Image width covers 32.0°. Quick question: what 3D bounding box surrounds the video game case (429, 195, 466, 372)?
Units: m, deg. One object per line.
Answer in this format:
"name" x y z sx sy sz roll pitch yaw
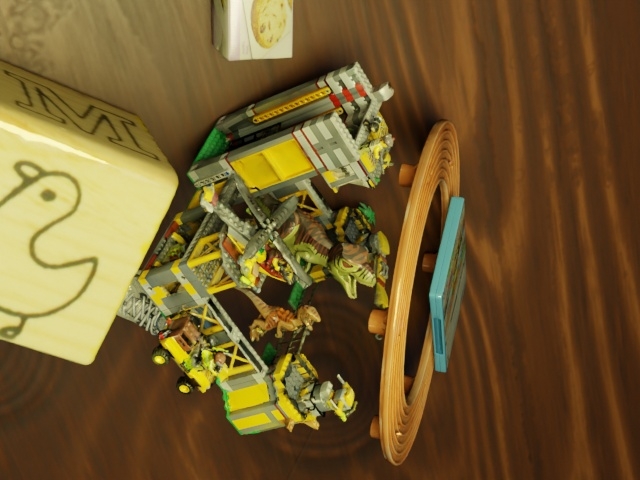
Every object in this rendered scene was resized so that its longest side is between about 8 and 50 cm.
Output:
"video game case" 0.134 0.049 1.160 0.015 0.119 0.166 9 149 14

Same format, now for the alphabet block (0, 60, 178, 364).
"alphabet block" -0.263 -0.036 0.958 0.197 0.193 0.192 20 106 -27

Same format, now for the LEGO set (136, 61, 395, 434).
"LEGO set" 0.000 0.000 0.994 0.192 0.331 0.254 -18 113 30

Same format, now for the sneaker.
"sneaker" -0.164 0.069 1.119 0.135 0.058 0.052 20 105 -26

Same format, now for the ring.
"ring" 0.091 0.048 1.082 0.032 0.336 0.336 8 114 14

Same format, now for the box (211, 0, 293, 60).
"box" -0.061 -0.321 0.980 0.067 0.063 0.323 -6 115 -19
